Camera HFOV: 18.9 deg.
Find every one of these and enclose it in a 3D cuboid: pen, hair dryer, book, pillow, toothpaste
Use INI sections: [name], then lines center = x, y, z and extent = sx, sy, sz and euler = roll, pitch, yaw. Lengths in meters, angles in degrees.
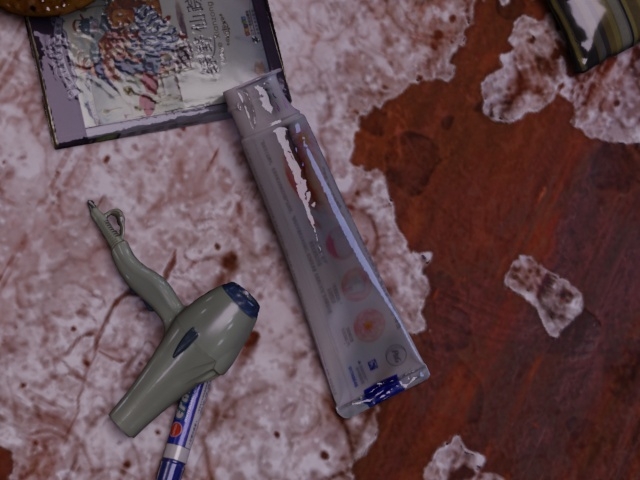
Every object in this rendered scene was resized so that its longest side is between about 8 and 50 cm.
[pen]
center = -0.121, 0.160, 1.731
extent = 0.025, 0.025, 0.204
euler = 20, 75, -11
[hair dryer]
center = -0.170, 0.077, 1.720
extent = 0.199, 0.067, 0.167
euler = 31, 90, 17
[book]
center = -0.152, -0.181, 1.790
extent = 0.231, 0.026, 0.157
euler = -12, 82, -18
[pillow]
center = 0.299, -0.299, 1.925
extent = 0.212, 0.052, 0.208
euler = -26, 91, -18
[toothpaste]
center = 0.000, 0.000, 1.779
extent = 0.100, 0.066, 0.323
euler = -24, 94, -21

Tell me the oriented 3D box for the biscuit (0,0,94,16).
[biscuit]
center = -0.249, -0.293, 1.749
extent = 0.187, 0.027, 0.188
euler = -2, 81, 11
